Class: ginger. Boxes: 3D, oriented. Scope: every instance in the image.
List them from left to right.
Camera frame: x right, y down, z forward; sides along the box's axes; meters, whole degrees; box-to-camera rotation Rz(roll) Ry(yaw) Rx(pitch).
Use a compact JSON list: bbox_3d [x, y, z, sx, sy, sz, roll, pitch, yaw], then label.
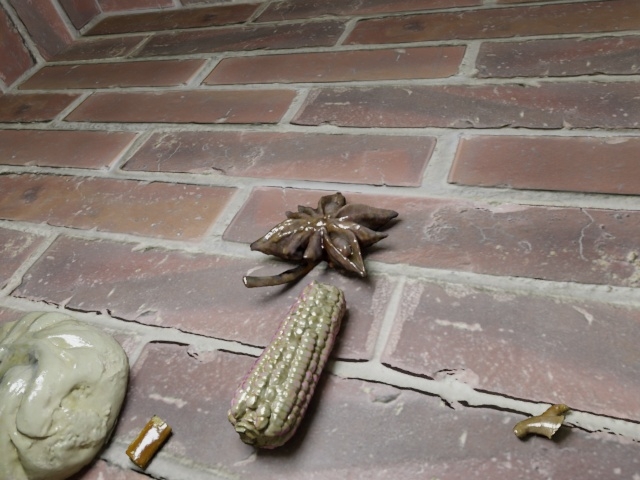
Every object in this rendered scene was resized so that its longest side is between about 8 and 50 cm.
[{"bbox_3d":[0.344,0.283,0.803,0.097,0.030,0.048,-23,16,-9],"label":"ginger"}]

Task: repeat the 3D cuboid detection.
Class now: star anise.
[{"bbox_3d":[0.001,-0.001,1.150,0.292,0.109,0.349,-2,35,26],"label":"star anise"}]

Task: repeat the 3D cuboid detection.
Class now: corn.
[{"bbox_3d":[-0.042,0.211,0.946,0.126,0.127,0.335,11,47,27],"label":"corn"}]

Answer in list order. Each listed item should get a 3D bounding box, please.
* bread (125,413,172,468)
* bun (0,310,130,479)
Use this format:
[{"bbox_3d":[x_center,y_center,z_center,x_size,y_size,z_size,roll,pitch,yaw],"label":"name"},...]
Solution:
[{"bbox_3d":[-0.304,0.357,0.936,0.047,0.036,0.083,22,54,24],"label":"bread"},{"bbox_3d":[-0.545,0.285,0.959,0.359,0.211,0.360,-9,43,9],"label":"bun"}]
